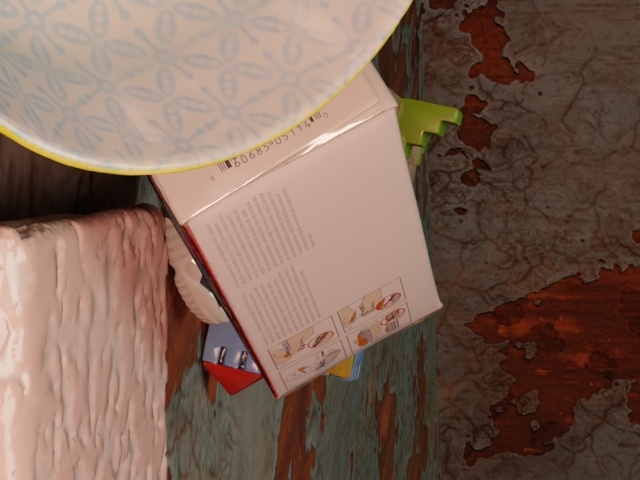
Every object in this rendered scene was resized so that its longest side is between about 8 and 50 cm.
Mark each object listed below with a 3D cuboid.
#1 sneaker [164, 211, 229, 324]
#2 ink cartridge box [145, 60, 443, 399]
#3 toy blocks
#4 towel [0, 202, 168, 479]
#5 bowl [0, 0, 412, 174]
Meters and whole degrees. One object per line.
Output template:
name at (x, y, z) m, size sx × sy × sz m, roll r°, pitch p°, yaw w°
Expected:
sneaker at (-0.029, -0.053, 1.395) m, size 0.094 × 0.153 × 0.235 m, roll -29°, pitch 119°, yaw -78°
ink cartridge box at (-0.057, -0.087, 1.150) m, size 0.272 × 0.130 × 0.309 m, roll 59°, pitch -4°, yaw 23°
toy blocks at (0.000, 0.000, 1.628) m, size 0.381 × 0.191 × 0.261 m, roll 3°, pitch 99°, yaw -80°
towel at (-0.140, 0.147, 1.040) m, size 0.317 × 0.053 × 0.331 m, roll -27°, pitch 118°, yaw -81°
bowl at (-0.093, -0.190, 0.878) m, size 0.156 × 0.289 × 0.289 m, roll 33°, pitch -43°, yaw 47°
